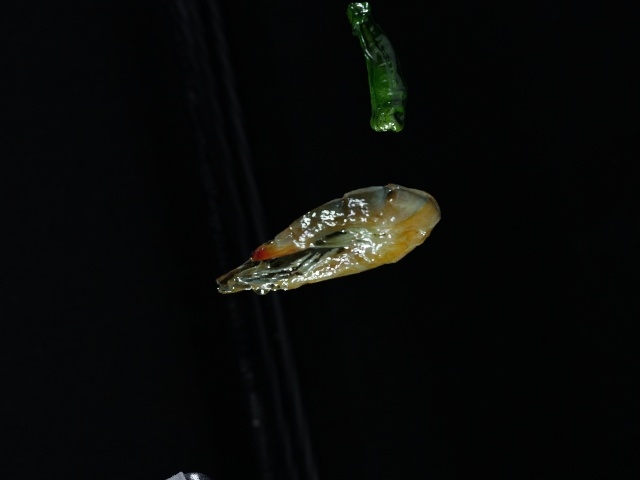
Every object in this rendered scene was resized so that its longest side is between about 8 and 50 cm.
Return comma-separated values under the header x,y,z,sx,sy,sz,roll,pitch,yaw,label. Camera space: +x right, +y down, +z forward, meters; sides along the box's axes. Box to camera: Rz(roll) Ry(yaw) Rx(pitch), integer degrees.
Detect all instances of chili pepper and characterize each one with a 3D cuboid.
x,y,z,sx,sy,sz,roll,pitch,yaw,label
0.045,-0.141,1.219,0.055,0.035,0.118,-101,-2,-56,chili pepper

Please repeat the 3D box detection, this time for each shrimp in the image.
x,y,z,sx,sy,sz,roll,pitch,yaw,label
0.000,0.000,1.146,0.101,0.190,0.042,28,-132,-48,shrimp

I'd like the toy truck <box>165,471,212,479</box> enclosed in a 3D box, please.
x,y,z,sx,sy,sz,roll,pitch,yaw,label
-0.079,0.252,0.959,0.116,0.110,0.216,-26,-53,-9,toy truck
